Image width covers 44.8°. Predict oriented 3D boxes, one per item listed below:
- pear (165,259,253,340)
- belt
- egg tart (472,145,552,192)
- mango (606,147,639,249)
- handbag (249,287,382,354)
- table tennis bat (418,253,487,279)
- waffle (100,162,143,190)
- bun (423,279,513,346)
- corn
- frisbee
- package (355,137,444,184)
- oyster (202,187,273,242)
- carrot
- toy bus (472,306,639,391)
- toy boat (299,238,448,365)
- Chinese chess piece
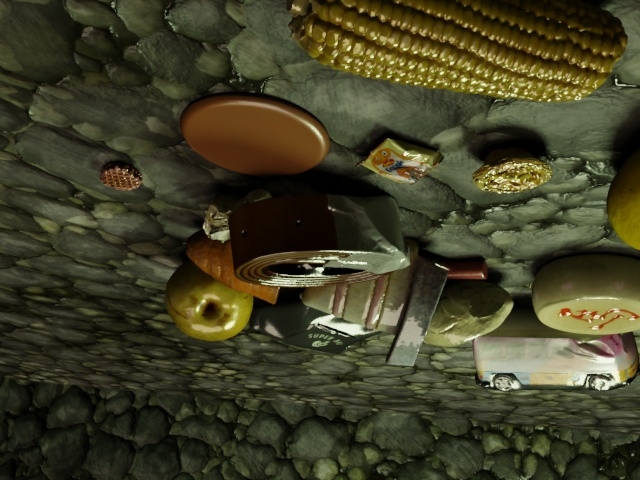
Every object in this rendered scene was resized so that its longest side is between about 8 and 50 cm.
[{"bbox_3d":[-0.260,0.134,1.821,0.208,0.209,0.209,6,158,2],"label":"pear"},{"bbox_3d":[0.000,0.000,1.430,0.338,0.122,0.217,1,158,-23],"label":"belt"},{"bbox_3d":[0.307,-0.115,1.248,0.128,0.049,0.129,1,160,0],"label":"egg tart"},{"bbox_3d":[0.536,-0.075,1.158,0.195,0.142,0.332,17,157,-8],"label":"mango"},{"bbox_3d":[0.033,0.180,1.913,0.342,0.152,0.288,20,150,-34],"label":"handbag"},{"bbox_3d":[0.215,0.065,1.728,0.310,0.038,0.200,-1,156,26],"label":"table tennis bat"},{"bbox_3d":[-0.374,-0.120,1.456,0.075,0.029,0.083,23,150,-35],"label":"waffle"},{"bbox_3d":[0.315,0.155,1.762,0.237,0.116,0.210,-23,-173,26],"label":"bun"},{"bbox_3d":[0.152,-0.236,0.882,0.387,0.144,0.144,11,157,-6],"label":"corn"},{"bbox_3d":[-0.109,-0.167,1.279,0.250,0.021,0.251,7,156,3],"label":"frisbee"},{"bbox_3d":[0.132,-0.130,1.280,0.120,0.031,0.108,15,156,-19],"label":"package"},{"bbox_3d":[-0.151,-0.059,1.499,0.191,0.081,0.163,-22,171,38],"label":"oyster"},{"bbox_3d":[-0.173,0.027,1.632,0.225,0.159,0.159,18,158,4],"label":"carrot"},{"bbox_3d":[0.558,0.253,1.867,0.386,0.171,0.162,-5,123,26],"label":"toy bus"},{"bbox_3d":[0.132,0.116,1.651,0.293,0.111,0.276,33,117,0],"label":"toy boat"},{"bbox_3d":[0.589,0.119,1.657,0.273,0.102,0.273,6,158,3],"label":"Chinese chess piece"}]
